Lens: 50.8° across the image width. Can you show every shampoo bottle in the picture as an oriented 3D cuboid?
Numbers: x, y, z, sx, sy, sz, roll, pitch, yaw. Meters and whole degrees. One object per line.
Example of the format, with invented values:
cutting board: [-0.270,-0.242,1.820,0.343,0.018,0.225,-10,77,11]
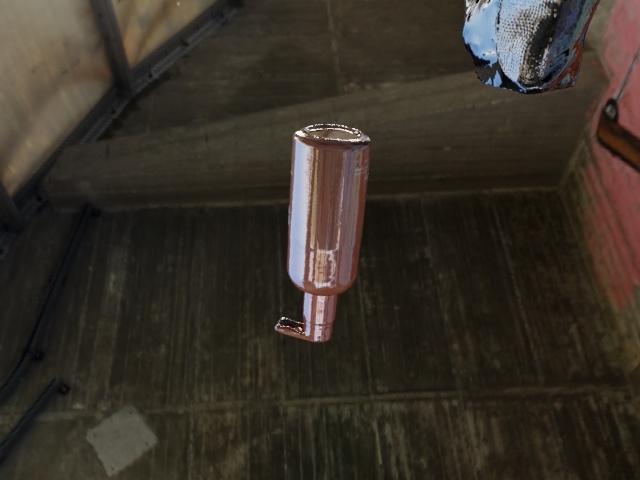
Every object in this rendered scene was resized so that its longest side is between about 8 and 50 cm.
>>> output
shampoo bottle: [0.002,0.000,0.733,0.086,0.244,0.085,6,-157,-2]

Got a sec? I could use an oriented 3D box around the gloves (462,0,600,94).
gloves: [0.219,-0.318,0.758,0.152,0.301,0.197,-29,-151,-10]
